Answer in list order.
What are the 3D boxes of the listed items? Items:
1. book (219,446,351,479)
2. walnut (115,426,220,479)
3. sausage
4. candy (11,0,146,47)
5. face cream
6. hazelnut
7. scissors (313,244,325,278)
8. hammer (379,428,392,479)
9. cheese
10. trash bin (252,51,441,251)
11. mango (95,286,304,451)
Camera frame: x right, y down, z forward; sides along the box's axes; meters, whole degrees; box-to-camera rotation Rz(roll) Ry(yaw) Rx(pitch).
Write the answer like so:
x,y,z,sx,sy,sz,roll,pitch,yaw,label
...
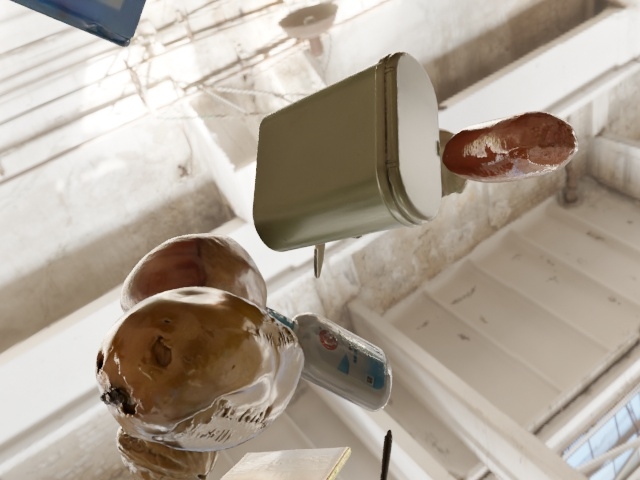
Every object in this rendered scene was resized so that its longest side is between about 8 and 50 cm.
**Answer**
x,y,z,sx,sy,sz,roll,pitch,yaw,label
-0.112,0.511,1.296,0.263,0.028,0.374,-12,-179,20,book
-0.167,0.221,0.696,0.125,0.105,0.105,23,-128,38,walnut
0.198,-0.097,0.687,0.077,0.077,0.194,-26,-170,-13,sausage
-0.289,-0.264,0.519,0.306,0.100,0.157,28,-169,31,candy
0.001,0.230,1.324,0.080,0.337,0.163,-45,-156,33,face cream
-0.180,0.077,0.916,0.215,0.214,0.176,-1,-111,20,hazelnut
0.000,0.000,1.430,0.086,0.022,0.176,7,-103,-10,scissors
0.115,0.443,1.180,0.021,0.065,0.178,-6,-113,48,hammer
0.160,-0.096,1.195,0.286,0.163,0.082,-37,-147,-15,cheese
0.030,-0.115,0.879,0.248,0.121,0.243,-13,-116,35,trash bin
-0.098,0.119,0.604,0.156,0.249,0.151,-21,-113,25,mango
